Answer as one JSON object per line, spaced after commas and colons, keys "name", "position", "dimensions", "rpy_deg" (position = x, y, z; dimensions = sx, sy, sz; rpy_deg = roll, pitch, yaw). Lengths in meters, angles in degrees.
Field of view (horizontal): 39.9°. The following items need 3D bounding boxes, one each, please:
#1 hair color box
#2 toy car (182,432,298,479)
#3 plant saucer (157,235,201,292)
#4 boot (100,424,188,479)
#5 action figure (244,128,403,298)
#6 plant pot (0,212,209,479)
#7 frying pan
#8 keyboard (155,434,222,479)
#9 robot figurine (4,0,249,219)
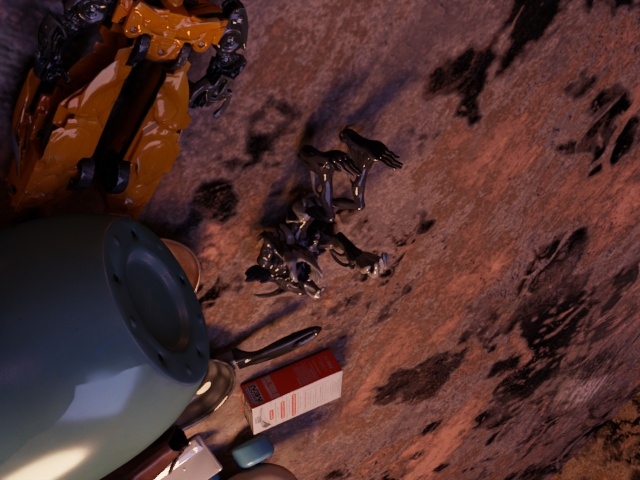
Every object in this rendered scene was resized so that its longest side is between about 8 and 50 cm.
{"name": "hair color box", "position": [-0.049, 0.255, 1.490], "dimensions": [0.167, 0.053, 0.093], "rpy_deg": [-21, 145, -18]}
{"name": "toy car", "position": [-0.142, 0.492, 1.627], "dimensions": [0.210, 0.219, 0.238], "rpy_deg": [-25, 174, -13]}
{"name": "plant saucer", "position": [-0.248, 0.057, 1.107], "dimensions": [0.198, 0.036, 0.199], "rpy_deg": [-21, 144, -16]}
{"name": "boot", "position": [-0.300, 0.350, 1.257], "dimensions": [0.207, 0.090, 0.248], "rpy_deg": [-38, 178, 4]}
{"name": "action figure", "position": [0.000, 0.000, 1.146], "dimensions": [0.164, 0.141, 0.276], "rpy_deg": [-16, 142, -42]}
{"name": "plant pot", "position": [-0.256, 0.107, 0.895], "dimensions": [0.235, 0.293, 0.293], "rpy_deg": [-25, 147, 13]}
{"name": "frying pan", "position": [-0.173, 0.192, 1.314], "dimensions": [0.326, 0.053, 0.197], "rpy_deg": [-41, 146, 11]}
{"name": "keyboard", "position": [-0.289, 0.434, 1.509], "dimensions": [0.256, 0.072, 0.014], "rpy_deg": [-36, -175, 5]}
{"name": "robot figurine", "position": [-0.196, -0.146, 0.859], "dimensions": [0.211, 0.085, 0.291], "rpy_deg": [3, 132, -41]}
